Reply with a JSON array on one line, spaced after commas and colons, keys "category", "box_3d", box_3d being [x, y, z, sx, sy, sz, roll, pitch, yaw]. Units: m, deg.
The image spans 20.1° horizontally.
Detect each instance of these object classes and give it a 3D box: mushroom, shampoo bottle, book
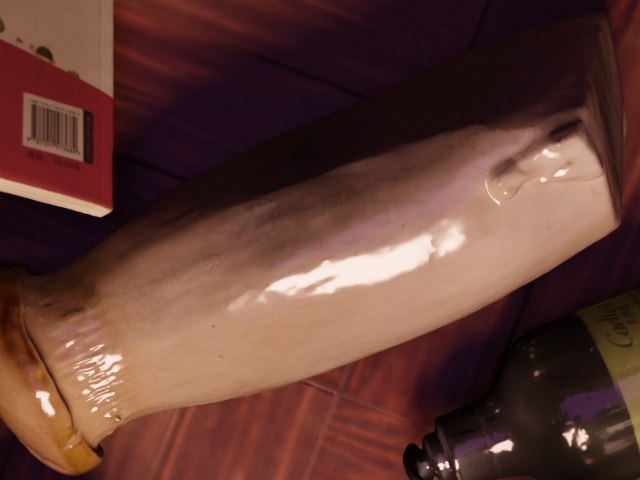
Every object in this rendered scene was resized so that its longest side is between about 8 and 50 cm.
[{"category": "mushroom", "box_3d": [0.005, 0.004, 0.988, 0.407, 0.154, 0.137, -28, 129, 0]}, {"category": "shampoo bottle", "box_3d": [0.179, 0.079, 1.010, 0.283, 0.101, 0.101, -21, 88, -2]}, {"category": "book", "box_3d": [-0.183, -0.135, 0.971, 0.162, 0.022, 0.232, 15, 59, -35]}]
